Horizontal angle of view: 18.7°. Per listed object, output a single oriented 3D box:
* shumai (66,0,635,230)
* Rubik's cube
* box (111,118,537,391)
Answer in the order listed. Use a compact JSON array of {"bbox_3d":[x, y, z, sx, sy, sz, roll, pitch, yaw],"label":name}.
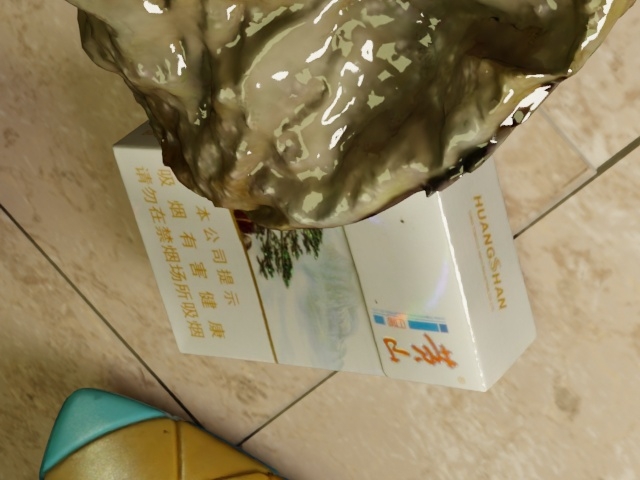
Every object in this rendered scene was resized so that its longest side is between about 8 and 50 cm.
[{"bbox_3d":[-0.016,-0.172,0.860,0.283,0.217,0.346,40,141,-14],"label":"shumai"},{"bbox_3d":[-0.115,0.272,1.336,0.254,0.254,0.254,22,134,26],"label":"Rubik's cube"},{"bbox_3d":[0.001,0.000,1.134,0.233,0.067,0.149,4,124,37],"label":"box"}]
